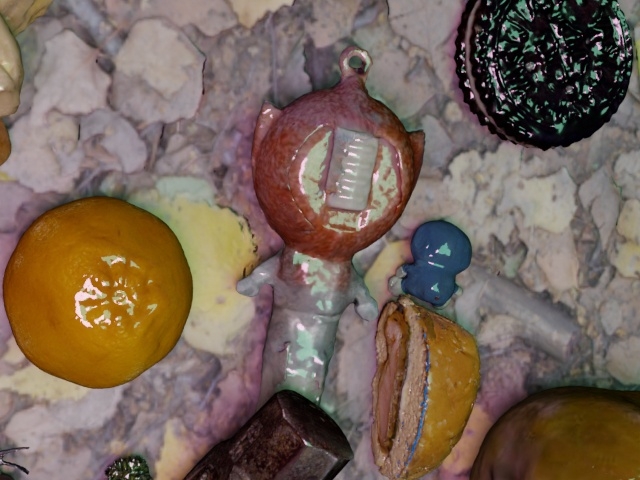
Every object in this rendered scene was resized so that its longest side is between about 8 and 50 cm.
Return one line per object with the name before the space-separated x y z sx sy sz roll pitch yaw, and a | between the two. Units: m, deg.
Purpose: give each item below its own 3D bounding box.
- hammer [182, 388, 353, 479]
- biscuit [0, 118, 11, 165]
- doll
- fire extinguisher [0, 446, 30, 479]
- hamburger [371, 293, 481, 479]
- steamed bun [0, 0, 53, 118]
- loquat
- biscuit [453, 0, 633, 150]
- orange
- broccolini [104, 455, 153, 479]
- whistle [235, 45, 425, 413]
hammer | 0.033 0.310 1.211 0.409 0.095 0.242 33 100 -30
biscuit | -0.386 -0.036 1.040 0.295 0.044 0.186 -34 108 -18
doll | 0.114 0.024 1.266 0.076 0.050 0.083 21 83 -28
fire extinguisher | -0.280 0.248 1.104 0.064 0.043 0.158 5 91 -3
hamburger | 0.111 0.138 1.249 0.102 0.087 0.176 1 90 -23
steamed bun | -0.340 -0.183 0.991 0.292 0.137 0.295 33 55 -4
loquat | 0.281 0.266 1.233 0.284 0.276 0.276 12 88 -22
biscuit | 0.219 -0.181 1.297 0.195 0.053 0.194 -1 93 -25
orange | -0.178 0.043 1.086 0.159 0.136 0.159 0 90 -25
broccolini | -0.219 0.263 1.109 0.218 0.042 0.044 -47 112 -30
whistle | -0.001 0.000 1.174 0.142 0.134 0.346 6 98 -33
